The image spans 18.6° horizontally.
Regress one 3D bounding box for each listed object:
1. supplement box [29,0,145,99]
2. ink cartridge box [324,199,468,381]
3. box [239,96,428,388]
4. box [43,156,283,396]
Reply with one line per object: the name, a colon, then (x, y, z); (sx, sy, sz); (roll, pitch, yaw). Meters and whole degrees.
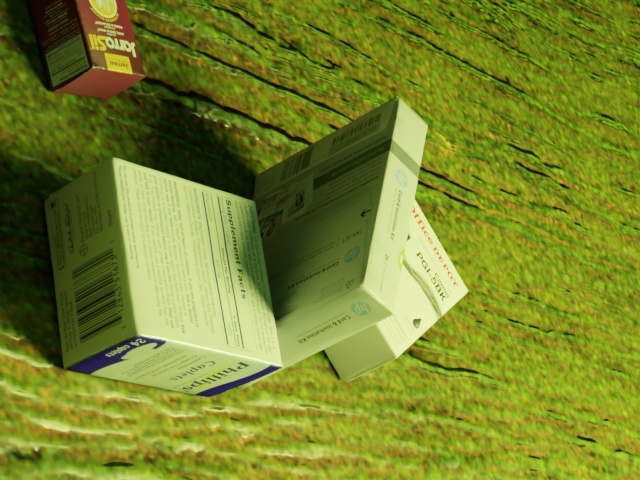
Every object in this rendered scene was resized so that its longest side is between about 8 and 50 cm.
supplement box: (-0.161, -0.144, 1.339); (0.055, 0.043, 0.083); (4, 65, -53)
ink cartridge box: (0.043, 0.031, 1.480); (0.099, 0.056, 0.135); (59, 35, -5)
box: (0.000, 0.000, 1.367); (0.038, 0.145, 0.186); (42, 39, -26)
box: (-0.103, 0.027, 1.278); (0.137, 0.072, 0.126); (17, 55, -46)
